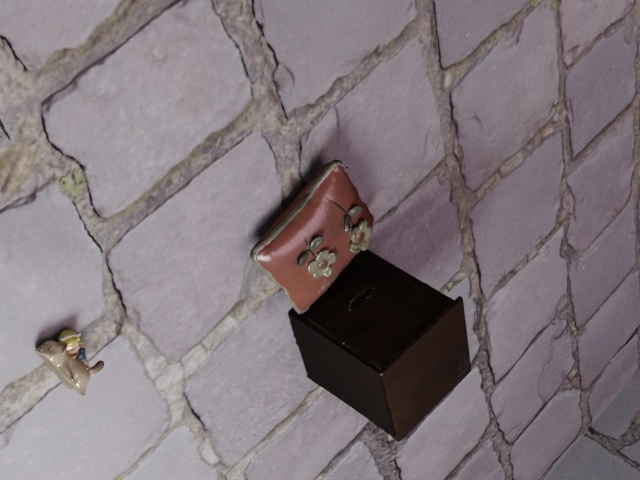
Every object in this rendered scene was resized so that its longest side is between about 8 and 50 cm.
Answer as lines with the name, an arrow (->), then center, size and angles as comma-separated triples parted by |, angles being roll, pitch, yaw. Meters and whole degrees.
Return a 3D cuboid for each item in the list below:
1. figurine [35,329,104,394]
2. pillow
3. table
figurine -> -0.287, 0.135, 1.122 | 0.050, 0.047, 0.083 | -55, 138, -30
pillow -> 0.000, 0.000, 1.323 | 0.179, 0.075, 0.171 | -50, 142, -10
table -> 0.087, 0.144, 1.421 | 0.169, 0.193, 0.172 | -39, 138, -24
